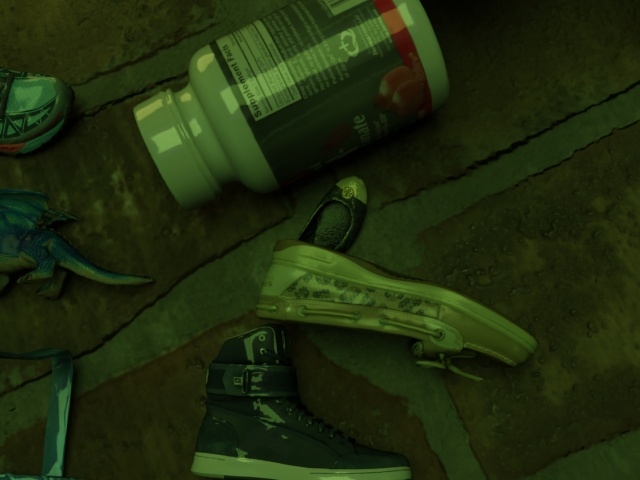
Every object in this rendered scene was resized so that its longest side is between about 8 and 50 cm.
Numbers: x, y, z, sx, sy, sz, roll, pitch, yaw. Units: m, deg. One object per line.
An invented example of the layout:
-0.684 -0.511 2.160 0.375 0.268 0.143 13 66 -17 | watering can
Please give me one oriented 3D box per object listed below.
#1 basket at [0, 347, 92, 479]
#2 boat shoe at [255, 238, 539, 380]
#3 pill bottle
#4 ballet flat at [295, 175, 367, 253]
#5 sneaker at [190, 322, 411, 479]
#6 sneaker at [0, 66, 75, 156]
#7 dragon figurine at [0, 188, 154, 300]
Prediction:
-0.294 0.245 0.780 0.201 0.255 0.288 6 82 4 | basket
0.077 0.083 0.851 0.285 0.104 0.089 18 80 9 | boat shoe
-0.035 -0.160 0.916 0.319 0.176 0.176 -26 69 0 | pill bottle
0.000 0.000 0.924 0.057 0.049 0.173 30 78 16 | ballet flat
-0.015 0.168 0.849 0.226 0.086 0.163 3 74 11 | sneaker
-0.435 -0.170 1.011 0.262 0.125 0.104 -1 72 9 | sneaker
-0.339 -0.010 0.963 0.289 0.085 0.144 -1 71 10 | dragon figurine
